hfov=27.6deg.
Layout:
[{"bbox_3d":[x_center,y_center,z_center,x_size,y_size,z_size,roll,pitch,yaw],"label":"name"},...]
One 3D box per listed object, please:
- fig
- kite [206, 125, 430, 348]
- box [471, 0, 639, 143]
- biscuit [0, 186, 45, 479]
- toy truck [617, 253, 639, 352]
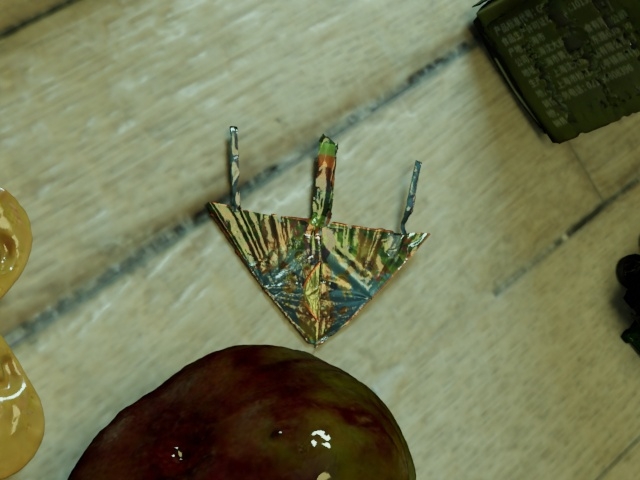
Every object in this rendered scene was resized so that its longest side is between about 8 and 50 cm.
[{"bbox_3d":[-0.013,0.224,0.814,0.217,0.217,0.320,-49,127,-29],"label":"fig"},{"bbox_3d":[0.000,0.000,0.955,0.183,0.010,0.160,8,78,-25],"label":"kite"},{"bbox_3d":[0.373,-0.271,0.992,0.373,0.420,0.138,-42,102,-30],"label":"box"},{"bbox_3d":[-0.305,0.007,0.754,0.275,0.052,0.354,-24,92,-32],"label":"biscuit"},{"bbox_3d":[0.355,0.000,1.115,0.121,0.088,0.259,47,62,-11],"label":"toy truck"}]
